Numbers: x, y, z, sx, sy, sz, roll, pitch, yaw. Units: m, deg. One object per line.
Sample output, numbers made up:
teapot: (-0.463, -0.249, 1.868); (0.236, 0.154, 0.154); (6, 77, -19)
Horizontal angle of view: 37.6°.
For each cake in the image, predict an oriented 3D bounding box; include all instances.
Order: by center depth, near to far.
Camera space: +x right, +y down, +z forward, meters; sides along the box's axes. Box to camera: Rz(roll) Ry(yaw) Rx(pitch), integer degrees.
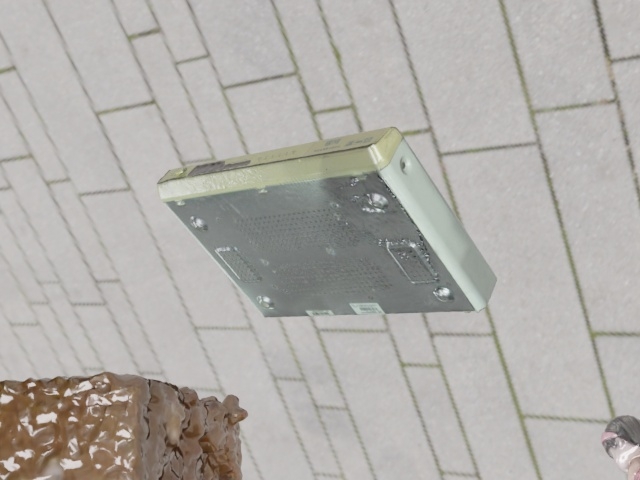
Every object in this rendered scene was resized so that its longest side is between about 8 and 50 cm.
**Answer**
cake: (-0.102, 0.133, 0.362); (0.135, 0.147, 0.135); (-9, 161, 12)

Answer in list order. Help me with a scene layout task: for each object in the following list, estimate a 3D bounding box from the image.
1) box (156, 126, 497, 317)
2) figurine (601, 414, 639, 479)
box: (0.000, 0.000, 0.839); (0.270, 0.045, 0.210); (-4, 135, 40)
figurine: (0.350, 0.236, 0.999); (0.072, 0.129, 0.054); (20, 110, -22)
